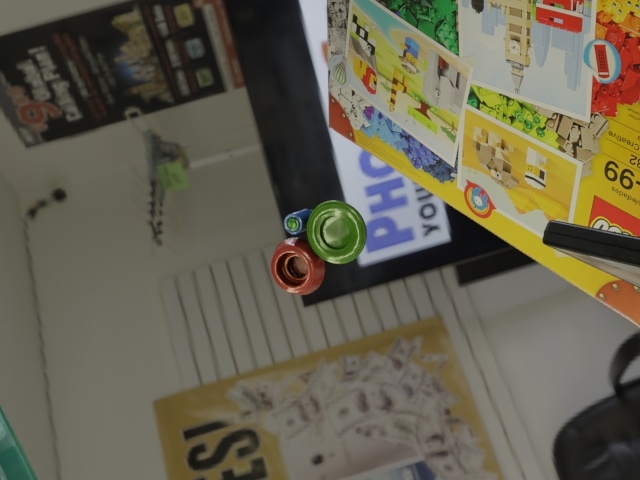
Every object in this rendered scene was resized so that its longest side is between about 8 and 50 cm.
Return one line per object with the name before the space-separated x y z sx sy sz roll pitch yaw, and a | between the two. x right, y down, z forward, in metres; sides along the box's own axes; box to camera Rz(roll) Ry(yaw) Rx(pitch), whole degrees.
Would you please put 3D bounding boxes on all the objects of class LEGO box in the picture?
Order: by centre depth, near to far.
LEGO box | 0.233 -0.207 1.001 0.500 0.193 0.372 37 143 38

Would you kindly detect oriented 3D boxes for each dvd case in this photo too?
dvd case | 0.303 0.043 0.666 0.180 0.253 0.022 16 87 52

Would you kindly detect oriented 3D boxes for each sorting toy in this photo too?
sorting toy | 0.000 0.000 0.759 0.061 0.102 0.042 54 -152 5

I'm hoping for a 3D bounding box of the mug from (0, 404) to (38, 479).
mug | -0.158 0.124 0.372 0.129 0.097 0.157 39 149 48
